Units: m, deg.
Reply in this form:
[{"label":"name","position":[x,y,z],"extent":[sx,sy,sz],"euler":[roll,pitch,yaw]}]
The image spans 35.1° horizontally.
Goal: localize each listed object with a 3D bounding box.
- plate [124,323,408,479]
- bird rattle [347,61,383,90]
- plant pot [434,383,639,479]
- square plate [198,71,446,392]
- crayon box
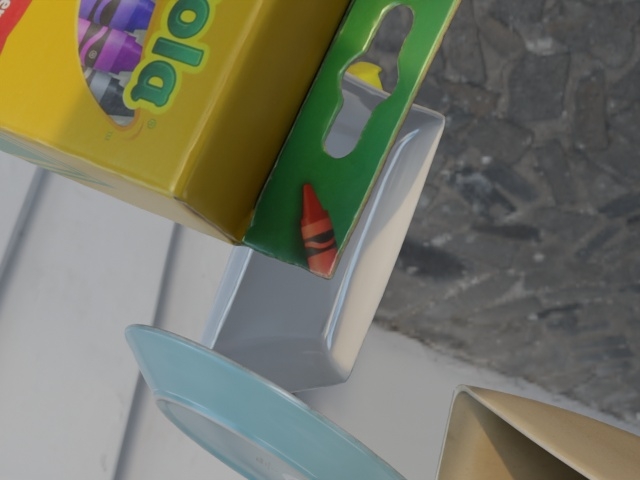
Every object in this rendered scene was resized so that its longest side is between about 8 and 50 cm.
[{"label":"plate","position":[-0.024,0.104,0.500],"extent":[0.188,0.024,0.188],"euler":[29,159,12]},{"label":"bird rattle","position":[-0.019,-0.255,1.134],"extent":[0.143,0.207,0.253],"euler":[1,154,18]},{"label":"plant pot","position":[0.110,0.127,0.396],"extent":[0.096,0.109,0.109],"euler":[6,101,-24]},{"label":"square plate","position":[0.000,0.000,1.066],"extent":[0.049,0.344,0.347],"euler":[24,-172,26]},{"label":"crayon box","position":[-0.098,-0.131,0.505],"extent":[0.318,0.202,0.081],"euler":[21,171,23]}]
